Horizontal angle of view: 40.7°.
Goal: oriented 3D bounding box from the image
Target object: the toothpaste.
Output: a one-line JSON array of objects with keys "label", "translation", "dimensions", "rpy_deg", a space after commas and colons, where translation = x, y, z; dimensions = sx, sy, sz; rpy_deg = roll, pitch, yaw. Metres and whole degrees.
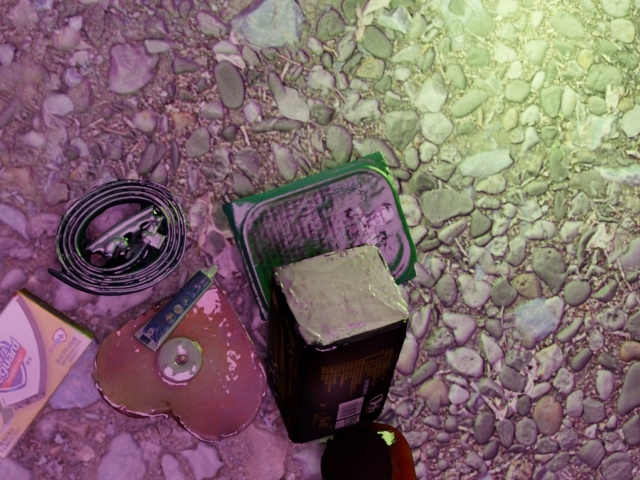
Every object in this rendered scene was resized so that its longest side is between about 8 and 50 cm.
[{"label": "toothpaste", "translation": [-0.254, 0.117, 1.566], "dimensions": [0.057, 0.035, 0.197], "rpy_deg": [33, 68, 22]}]

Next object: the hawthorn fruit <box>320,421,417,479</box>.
[{"label": "hawthorn fruit", "translation": [0.106, 0.468, 1.693], "dimensions": [0.189, 0.189, 0.251], "rpy_deg": [-33, 122, -12]}]

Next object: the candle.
[{"label": "candle", "translation": [-0.257, 0.219, 1.623], "dimensions": [0.316, 0.131, 0.287], "rpy_deg": [16, 75, -12]}]

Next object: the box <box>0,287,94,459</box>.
[{"label": "box", "translation": [-0.554, 0.237, 1.557], "dimensions": [0.168, 0.097, 0.265], "rpy_deg": [39, 82, -13]}]

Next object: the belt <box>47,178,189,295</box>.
[{"label": "belt", "translation": [-0.376, 0.000, 1.590], "dimensions": [0.267, 0.116, 0.207], "rpy_deg": [-23, 94, -16]}]

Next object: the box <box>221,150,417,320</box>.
[{"label": "box", "translation": [0.000, 0.000, 1.693], "dimensions": [0.336, 0.106, 0.264], "rpy_deg": [-20, 97, -14]}]

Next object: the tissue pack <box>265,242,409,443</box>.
[{"label": "tissue pack", "translation": [0.024, 0.201, 1.561], "dimensions": [0.209, 0.370, 0.198], "rpy_deg": [-17, 55, -19]}]
